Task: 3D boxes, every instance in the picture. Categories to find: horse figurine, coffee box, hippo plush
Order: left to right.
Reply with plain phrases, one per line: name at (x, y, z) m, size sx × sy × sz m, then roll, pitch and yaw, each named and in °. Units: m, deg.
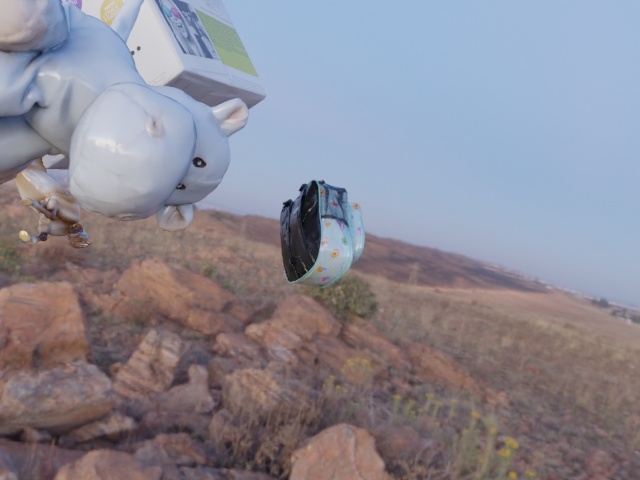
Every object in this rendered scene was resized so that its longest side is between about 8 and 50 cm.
horse figurine at (-0.435, -0.076, 0.957) m, size 0.263 × 0.066 × 0.174 m, roll 50°, pitch 6°, yaw 4°
hippo plush at (-0.218, -0.095, 0.597) m, size 0.236 × 0.234 × 0.294 m, roll 40°, pitch 15°, yaw 2°
coffee box at (-0.368, -0.357, 1.205) m, size 0.337 × 0.334 × 0.338 m, roll -28°, pitch -4°, yaw 20°

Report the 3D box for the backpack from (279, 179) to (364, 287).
backpack at (0.000, 0.000, 1.239) m, size 0.144 × 0.188 × 0.166 m, roll 21°, pitch -36°, yaw -28°
